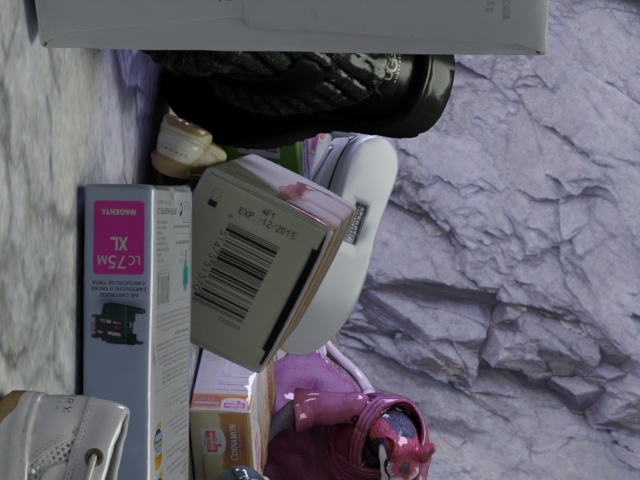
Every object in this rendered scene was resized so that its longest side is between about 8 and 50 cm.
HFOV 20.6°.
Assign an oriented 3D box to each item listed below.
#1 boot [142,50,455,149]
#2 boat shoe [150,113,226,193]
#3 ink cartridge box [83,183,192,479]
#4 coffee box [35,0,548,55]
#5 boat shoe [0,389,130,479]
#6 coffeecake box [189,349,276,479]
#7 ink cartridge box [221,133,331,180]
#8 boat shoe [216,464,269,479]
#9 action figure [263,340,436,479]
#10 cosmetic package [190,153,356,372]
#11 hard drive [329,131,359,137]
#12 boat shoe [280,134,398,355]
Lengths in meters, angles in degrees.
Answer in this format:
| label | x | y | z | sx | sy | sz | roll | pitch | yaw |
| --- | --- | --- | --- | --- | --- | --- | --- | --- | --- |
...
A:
| label | x | y | z | sx | sy | sz | roll | pitch | yaw |
| --- | --- | --- | --- | --- | --- | --- | --- | --- | --- |
| boot | -0.086 | -0.168 | 1.486 | 0.260 | 0.348 | 0.131 | 13 | 81 | -42 |
| boat shoe | -0.127 | -0.071 | 1.599 | 0.170 | 0.063 | 0.059 | 58 | 57 | -82 |
| ink cartridge box | -0.142 | 0.111 | 1.384 | 0.186 | 0.065 | 0.311 | -9 | 98 | -85 |
| coffee box | -0.014 | -0.346 | 1.192 | 0.334 | 0.338 | 0.337 | -82 | 171 | -57 |
| boat shoe | -0.153 | 0.232 | 1.079 | 0.098 | 0.096 | 0.277 | -28 | 119 | -85 |
| coffeecake box | -0.093 | 0.179 | 1.907 | 0.185 | 0.068 | 0.142 | -81 | 171 | -54 |
| ink cartridge box | -0.033 | -0.176 | 2.091 | 0.188 | 0.097 | 0.255 | 86 | 20 | -46 |
| boat shoe | -0.077 | 0.336 | 1.874 | 0.099 | 0.116 | 0.319 | 58 | -19 | 25 |
| action figure | 0.054 | 0.243 | 2.089 | 0.275 | 0.248 | 0.370 | -50 | -165 | -24 |
| cosmetic package | -0.061 | 0.014 | 1.651 | 0.153 | 0.129 | 0.296 | -64 | 178 | 8 |
| hard drive | -0.042 | -0.265 | 1.864 | 0.353 | 0.047 | 0.233 | 26 | 63 | -62 |
| boat shoe | 0.000 | 0.000 | 2.011 | 0.088 | 0.096 | 0.267 | 14 | -96 | 55 |
